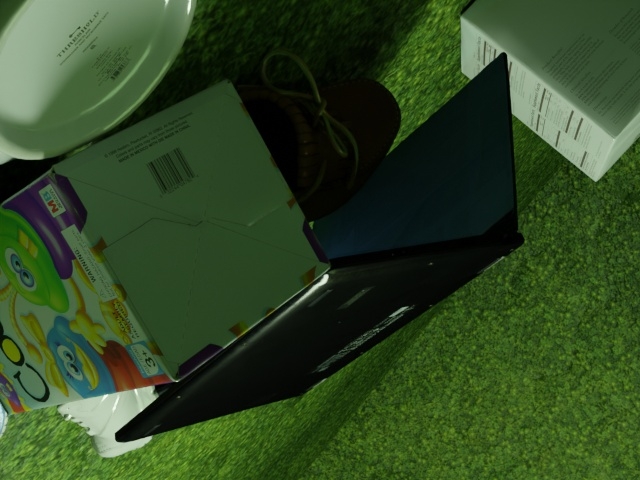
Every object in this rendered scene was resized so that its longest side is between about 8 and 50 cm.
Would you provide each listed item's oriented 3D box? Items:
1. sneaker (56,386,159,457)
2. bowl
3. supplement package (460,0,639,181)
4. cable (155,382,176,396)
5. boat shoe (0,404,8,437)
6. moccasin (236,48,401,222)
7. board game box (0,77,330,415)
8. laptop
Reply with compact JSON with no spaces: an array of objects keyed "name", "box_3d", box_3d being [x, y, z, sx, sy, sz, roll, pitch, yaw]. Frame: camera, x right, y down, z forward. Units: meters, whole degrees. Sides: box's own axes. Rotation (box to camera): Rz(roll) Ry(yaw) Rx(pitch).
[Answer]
[{"name":"sneaker","box_3d":[-0.249,0.155,1.087,0.129,0.111,0.297,-24,147,-30]},{"name":"bowl","box_3d":[-0.162,-0.138,0.515,0.298,0.134,0.298,-42,163,-16]},{"name":"supplement package","box_3d":[0.356,-0.259,1.345,0.199,0.262,0.198,-46,165,-4]},{"name":"cable","box_3d":[-0.197,0.177,1.290,0.184,0.047,0.150,-31,-170,32]},{"name":"boat shoe","box_3d":[-0.323,0.128,0.870,0.066,0.066,0.183,-26,144,-42]},{"name":"moccasin","box_3d":[-0.049,-0.091,0.952,0.380,0.139,0.147,-21,159,-40]},{"name":"board game box","box_3d":[-0.150,0.018,0.684,0.144,0.142,0.275,-35,-170,-38]},{"name":"laptop","box_3d":[0.000,0.000,1.033,0.408,0.236,0.382,-8,156,-43]}]
